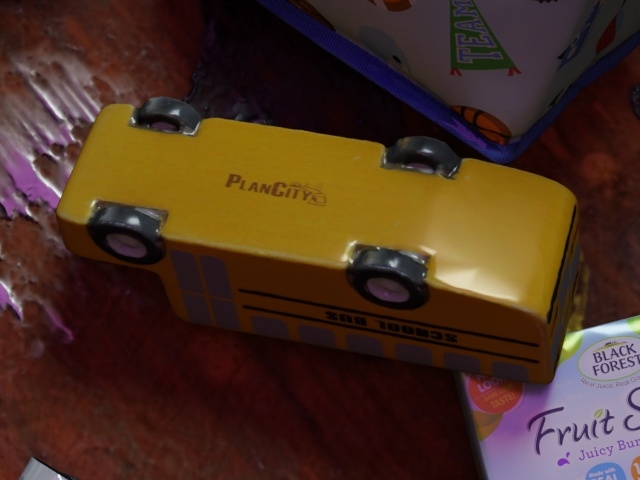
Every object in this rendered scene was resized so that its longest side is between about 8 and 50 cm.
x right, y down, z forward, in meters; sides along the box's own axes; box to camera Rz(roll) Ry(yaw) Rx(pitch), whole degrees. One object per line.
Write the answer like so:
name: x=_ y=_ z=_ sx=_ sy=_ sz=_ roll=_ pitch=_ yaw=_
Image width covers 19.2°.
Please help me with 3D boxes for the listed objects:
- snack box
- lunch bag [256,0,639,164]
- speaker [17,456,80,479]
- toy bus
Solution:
snack box: x=0.211 y=0.143 z=1.296 sx=0.207 sy=0.070 sz=0.174 roll=-13 pitch=79 yaw=-3
lunch bag: x=0.051 y=-0.292 z=1.220 sx=0.385 sy=0.328 sz=0.239 roll=37 pitch=50 yaw=16
speaker: x=-0.209 y=0.218 z=1.296 sx=0.055 sy=0.055 sz=0.136 roll=31 pitch=82 yaw=6
toy bus: x=0.000 y=0.000 z=1.266 sx=0.332 sy=0.130 sz=0.108 roll=9 pitch=58 yaw=14
